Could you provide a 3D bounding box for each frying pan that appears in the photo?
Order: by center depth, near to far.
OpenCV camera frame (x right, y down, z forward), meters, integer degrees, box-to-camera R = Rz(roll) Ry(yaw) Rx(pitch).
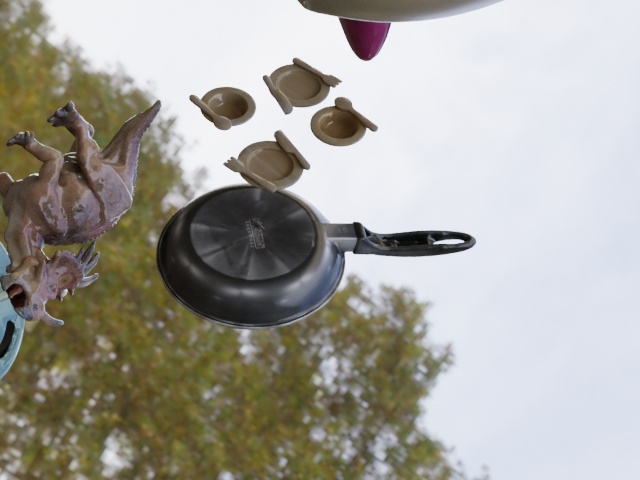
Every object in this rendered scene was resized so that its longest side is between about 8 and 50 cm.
[{"bbox_3d":[-0.008,0.021,1.449,0.326,0.053,0.197,11,-132,5],"label":"frying pan"}]

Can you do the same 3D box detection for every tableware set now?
[{"bbox_3d":[-0.035,-0.117,1.366,0.169,0.020,0.141,-28,-123,-27],"label":"tableware set"}]

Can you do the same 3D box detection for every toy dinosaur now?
[{"bbox_3d":[-0.282,-0.036,1.605,0.296,0.200,0.127,-37,-175,-30],"label":"toy dinosaur"}]

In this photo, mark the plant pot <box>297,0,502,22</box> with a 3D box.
[{"bbox_3d":[0.041,-0.316,1.305,0.191,0.284,0.284,-27,-145,-3],"label":"plant pot"}]

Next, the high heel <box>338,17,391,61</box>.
[{"bbox_3d":[0.005,-0.442,2.188,0.181,0.377,0.127,-25,-152,-31],"label":"high heel"}]

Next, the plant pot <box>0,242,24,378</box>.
[{"bbox_3d":[-0.584,0.110,1.812,0.334,0.341,0.341,-19,-135,35],"label":"plant pot"}]
